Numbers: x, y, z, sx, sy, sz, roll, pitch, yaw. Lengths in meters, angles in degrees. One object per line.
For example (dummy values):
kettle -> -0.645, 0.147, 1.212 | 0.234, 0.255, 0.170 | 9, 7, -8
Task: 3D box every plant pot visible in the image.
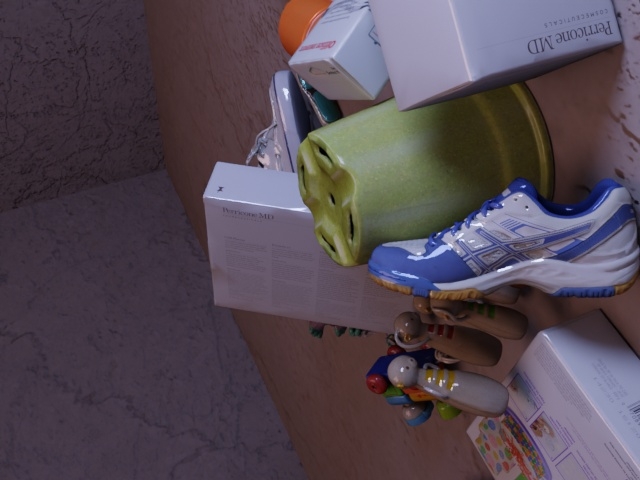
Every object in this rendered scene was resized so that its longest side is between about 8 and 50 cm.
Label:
plant pot -> 0.116, -0.087, 0.897 | 0.276, 0.254, 0.276 | 162, 90, -71

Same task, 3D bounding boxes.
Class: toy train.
toy train -> 0.212, 0.260, 1.205 | 0.248, 0.105, 0.143 | -20, 109, 45

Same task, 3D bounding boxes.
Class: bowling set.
bowling set -> 0.193, 0.079, 0.915 | 0.287, 0.154, 0.200 | -67, -6, -70

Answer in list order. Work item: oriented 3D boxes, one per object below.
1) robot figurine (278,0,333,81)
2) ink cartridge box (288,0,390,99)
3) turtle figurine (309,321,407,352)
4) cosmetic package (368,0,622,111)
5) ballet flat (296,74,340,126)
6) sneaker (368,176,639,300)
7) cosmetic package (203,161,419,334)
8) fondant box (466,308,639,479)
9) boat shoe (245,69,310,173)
robot figurine -> 0.010, -0.347, 1.146 | 0.128, 0.158, 0.219 | 35, -171, -41
ink cartridge box -> 0.069, -0.294, 0.903 | 0.087, 0.208, 0.153 | 38, 175, -26
turtle figurine -> 0.098, 0.163, 1.370 | 0.234, 0.175, 0.118 | -10, 62, 43
cosmetic package -> 0.143, -0.339, 0.689 | 0.155, 0.197, 0.366 | -6, 103, 69
ballet flat -> -0.010, -0.299, 1.354 | 0.052, 0.057, 0.168 | 119, 131, -77
sneaker -> 0.199, -0.008, 0.762 | 0.112, 0.296, 0.131 | -59, -36, -71
cosmetic package -> 0.000, 0.023, 1.158 | 0.284, 0.377, 0.097 | 95, -175, -50
fondant box -> 0.332, 0.277, 0.873 | 0.238, 0.096, 0.330 | 60, 157, 30
boat shoe -> -0.097, -0.188, 1.491 | 0.136, 0.156, 0.367 | -76, -22, -58
